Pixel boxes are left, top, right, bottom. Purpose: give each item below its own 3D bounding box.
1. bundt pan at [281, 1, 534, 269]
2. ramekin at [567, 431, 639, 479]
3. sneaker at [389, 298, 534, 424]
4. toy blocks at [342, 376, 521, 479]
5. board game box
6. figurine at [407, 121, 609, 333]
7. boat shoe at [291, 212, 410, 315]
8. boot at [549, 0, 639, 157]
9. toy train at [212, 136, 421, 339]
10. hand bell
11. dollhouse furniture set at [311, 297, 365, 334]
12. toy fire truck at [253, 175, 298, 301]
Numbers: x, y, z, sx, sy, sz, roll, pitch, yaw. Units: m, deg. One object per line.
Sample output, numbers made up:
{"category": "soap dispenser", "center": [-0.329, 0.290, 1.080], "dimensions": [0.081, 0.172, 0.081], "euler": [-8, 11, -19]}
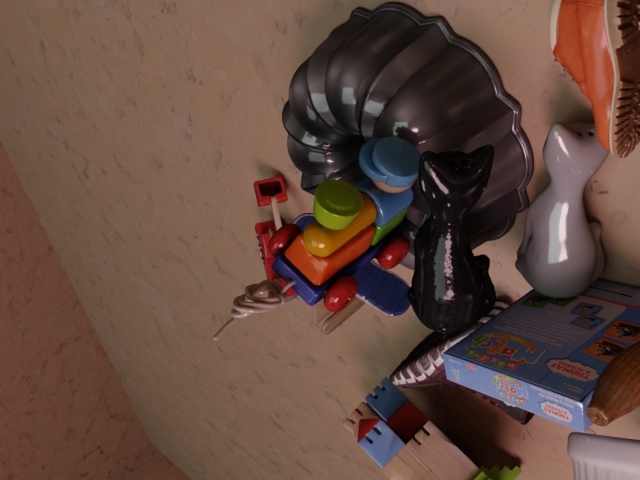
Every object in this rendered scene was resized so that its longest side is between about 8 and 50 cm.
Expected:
{"category": "bundt pan", "center": [0.078, -0.101, 0.913], "dimensions": [0.331, 0.124, 0.331], "euler": [37, 148, 28]}
{"category": "ramekin", "center": [0.372, 0.262, 0.730], "dimensions": [0.273, 0.273, 0.127], "euler": [-12, 69, 58]}
{"category": "sneaker", "center": [0.212, 0.199, 1.070], "dimensions": [0.162, 0.106, 0.281], "euler": [48, 150, 3]}
{"category": "toy blocks", "center": [0.149, 0.331, 1.192], "dimensions": [0.261, 0.191, 0.381], "euler": [43, 175, 18]}
{"category": "board game box", "center": [0.254, 0.101, 0.784], "dimensions": [0.160, 0.211, 0.039], "euler": [15, 123, 48]}
{"category": "figurine", "center": [0.193, -0.025, 0.773], "dimensions": [0.092, 0.215, 0.209], "euler": [-116, 15, -47]}
{"category": "boat shoe", "center": [0.027, 0.033, 0.942], "dimensions": [0.183, 0.066, 0.066], "euler": [41, 168, -19]}
{"category": "boot", "center": [0.248, -0.152, 0.686], "dimensions": [0.084, 0.059, 0.158], "euler": [18, 128, 50]}
{"category": "toy train", "center": [0.000, 0.000, 0.759], "dimensions": [0.105, 0.248, 0.143], "euler": [43, 145, 17]}
{"category": "hand bell", "center": [0.303, 0.076, 0.660], "dimensions": [0.126, 0.242, 0.126], "euler": [35, 146, 28]}
{"category": "dollhouse furniture set", "center": [-0.016, 0.070, 1.232], "dimensions": [0.151, 0.123, 0.144], "euler": [34, 146, 30]}
{"category": "toy fire truck", "center": [-0.071, 0.003, 1.262], "dimensions": [0.135, 0.047, 0.192], "euler": [136, 120, -75]}
